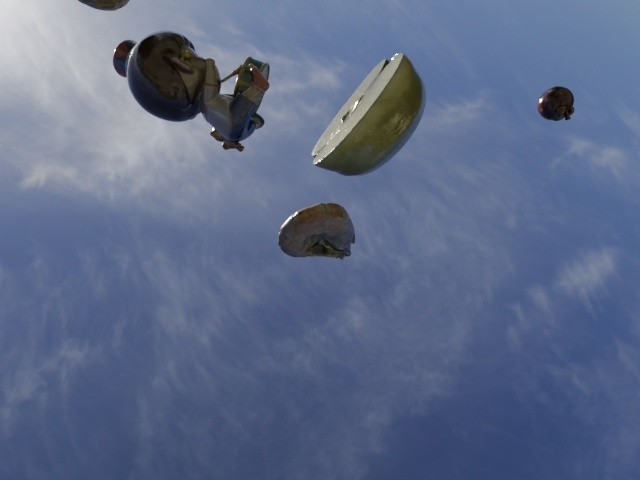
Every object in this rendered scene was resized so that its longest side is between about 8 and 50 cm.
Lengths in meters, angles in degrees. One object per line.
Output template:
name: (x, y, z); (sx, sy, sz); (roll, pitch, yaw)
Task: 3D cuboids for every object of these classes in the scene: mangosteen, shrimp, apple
mangosteen: (0.553, -0.320, 1.089); (0.081, 0.081, 0.081); (14, -127, -19)
shrimp: (0.000, 0.000, 1.074); (0.168, 0.317, 0.077); (-24, -115, 4)
apple: (0.116, -0.343, 1.300); (0.312, 0.360, 0.320); (43, -168, 29)

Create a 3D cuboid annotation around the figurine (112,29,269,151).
figurine: (-0.223, -0.273, 0.798); (0.276, 0.161, 0.158); (20, -116, -7)

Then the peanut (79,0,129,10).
peanut: (-0.359, -0.416, 0.693); (0.090, 0.099, 0.214); (51, -175, 5)
